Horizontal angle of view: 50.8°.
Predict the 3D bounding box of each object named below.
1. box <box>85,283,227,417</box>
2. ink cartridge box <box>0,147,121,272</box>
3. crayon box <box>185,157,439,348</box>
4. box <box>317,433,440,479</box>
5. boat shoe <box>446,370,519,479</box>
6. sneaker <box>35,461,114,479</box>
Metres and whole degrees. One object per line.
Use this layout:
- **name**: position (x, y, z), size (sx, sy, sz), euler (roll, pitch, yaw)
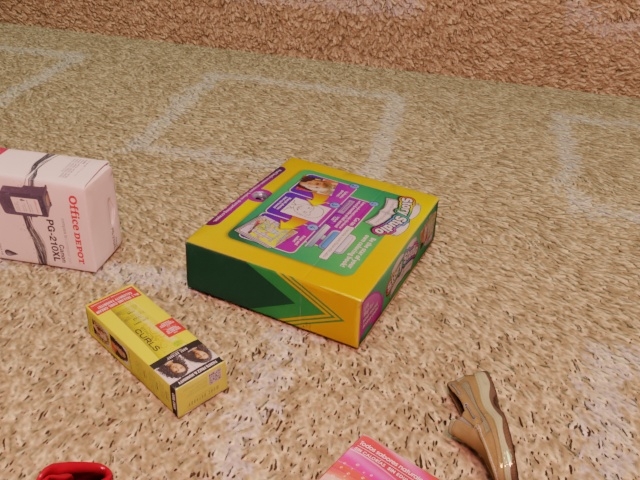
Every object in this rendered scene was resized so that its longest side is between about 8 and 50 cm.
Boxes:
- **box**: position (-0.237, 0.150, 0.961), size (0.087, 0.058, 0.232), euler (-26, 43, -37)
- **ink cartridge box**: position (-0.480, -0.055, 1.155), size (0.238, 0.171, 0.100), euler (8, 33, 7)
- **crayon box**: position (0.000, 0.000, 1.177), size (0.313, 0.106, 0.363), euler (18, 36, 20)
- **box**: position (0.114, 0.339, 0.614), size (0.300, 0.154, 0.142), euler (24, 37, 31)
- **boat shoe**: position (0.200, 0.243, 0.863), size (0.072, 0.068, 0.190), euler (-9, 23, 4)
- **sneaker**: position (-0.302, 0.294, 0.666), size (0.087, 0.128, 0.221), euler (27, 39, 32)
